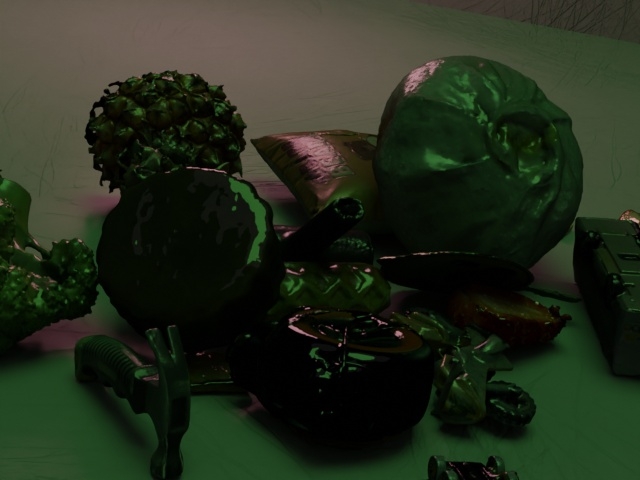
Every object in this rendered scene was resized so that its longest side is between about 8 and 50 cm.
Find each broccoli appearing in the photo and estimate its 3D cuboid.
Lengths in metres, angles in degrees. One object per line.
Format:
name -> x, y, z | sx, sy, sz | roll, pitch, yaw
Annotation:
broccoli -> -0.391, 0.008, 1.488 | 0.254, 0.186, 0.302 | 32, 46, 11

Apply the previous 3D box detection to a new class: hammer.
hammer -> -0.213, 0.154, 1.365 | 0.041, 0.158, 0.226 | -5, 16, -34

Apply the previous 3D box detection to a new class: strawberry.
strawberry -> 0.258, 0.117, 1.688 | 0.188, 0.082, 0.121 | 13, 20, -31

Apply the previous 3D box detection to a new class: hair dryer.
hair dryer -> 0.000, 0.000, 1.689 | 0.197, 0.089, 0.251 | 4, -19, -20

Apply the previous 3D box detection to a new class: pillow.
pillow -> 0.071, -0.098, 2.021 | 0.312, 0.119, 0.310 | -1, 32, -26

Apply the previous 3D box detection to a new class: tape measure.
tape measure -> 0.028, 0.152, 1.445 | 0.223, 0.135, 0.202 | -5, 20, -42

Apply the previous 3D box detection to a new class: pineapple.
pineapple -> -0.232, -0.082, 1.788 | 0.262, 0.262, 0.271 | 7, 36, -8

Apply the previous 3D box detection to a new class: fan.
fan -> 0.228, 0.056, 1.733 | 0.335, 0.011, 0.229 | 13, -17, -23

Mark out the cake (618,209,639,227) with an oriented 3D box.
cake -> 0.597, 0.005, 2.050 | 0.225, 0.090, 0.109 | 0, 22, -23

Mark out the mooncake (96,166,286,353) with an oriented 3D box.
mooncake -> -0.157, 0.027, 1.519 | 0.228, 0.124, 0.228 | -5, 59, 8

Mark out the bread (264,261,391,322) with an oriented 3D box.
bread -> -0.028, 0.074, 1.651 | 0.269, 0.098, 0.087 | -1, 69, -23

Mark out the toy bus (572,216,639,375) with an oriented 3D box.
toy bus -> 0.442, 0.077, 1.779 | 0.112, 0.138, 0.317 | 4, 26, 0

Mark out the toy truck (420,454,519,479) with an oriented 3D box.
toy truck -> 0.167, 0.290, 1.259 | 0.083, 0.092, 0.192 | 4, 17, -16

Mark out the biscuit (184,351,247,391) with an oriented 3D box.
biscuit -> -0.130, 0.162, 1.501 | 0.083, 0.018, 0.081 | 2, 26, -20

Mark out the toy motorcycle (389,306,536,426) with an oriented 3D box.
toy motorcycle -> 0.165, 0.156, 1.532 | 0.130, 0.094, 0.229 | -9, 39, -38

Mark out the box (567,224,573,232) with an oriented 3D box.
box -> 0.389, -0.032, 2.129 | 0.093, 0.015, 0.058 | 21, 28, 24

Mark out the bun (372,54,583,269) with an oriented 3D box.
bun -> 0.248, -0.119, 1.857 | 0.362, 0.362, 0.211 | 1, -15, -20
